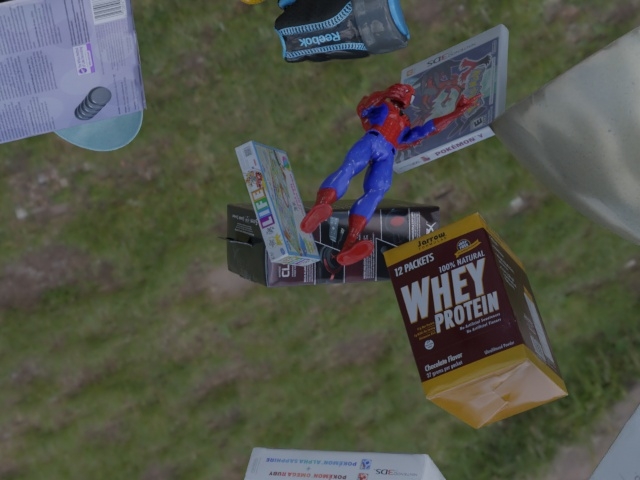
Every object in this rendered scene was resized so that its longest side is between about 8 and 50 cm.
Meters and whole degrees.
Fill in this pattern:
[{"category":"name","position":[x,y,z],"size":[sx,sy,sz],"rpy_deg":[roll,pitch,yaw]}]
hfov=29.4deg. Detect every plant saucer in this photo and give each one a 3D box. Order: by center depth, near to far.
[{"category":"plant saucer","position":[-0.346,-0.224,1.812],"size":[0.195,0.195,0.037],"rpy_deg":[-55,-176,43]}]

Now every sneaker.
[{"category":"sneaker","position":[0.014,-0.286,1.399],"size":[0.140,0.341,0.125],"rpy_deg":[-15,109,5]}]

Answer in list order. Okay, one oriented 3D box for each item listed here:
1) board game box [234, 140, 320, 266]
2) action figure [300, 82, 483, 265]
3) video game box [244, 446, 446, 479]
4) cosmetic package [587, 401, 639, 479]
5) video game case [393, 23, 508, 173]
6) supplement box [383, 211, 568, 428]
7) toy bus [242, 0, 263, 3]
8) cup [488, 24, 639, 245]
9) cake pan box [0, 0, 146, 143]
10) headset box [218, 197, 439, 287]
[{"category":"board game box","position":[-0.053,-0.045,1.548],"size":[0.026,0.154,0.103],"rpy_deg":[-22,167,20]},{"category":"action figure","position":[0.082,-0.107,1.321],"size":[0.091,0.280,0.139],"rpy_deg":[42,128,-16]},{"category":"video game box","position":[0.051,0.272,1.206],"size":[0.187,0.048,0.205],"rpy_deg":[-5,142,27]},{"category":"cosmetic package","position":[0.479,0.309,1.131],"size":[0.394,0.329,0.327],"rpy_deg":[-5,133,-31]},{"category":"video game case","position":[0.188,-0.206,1.770],"size":[0.183,0.201,0.023],"rpy_deg":[-21,135,34]},{"category":"supplement box","position":[0.191,0.103,1.494],"size":[0.129,0.194,0.191],"rpy_deg":[-24,152,16]},{"category":"toy bus","position":[-0.069,-0.381,1.213],"size":[0.108,0.130,0.332],"rpy_deg":[-49,173,-21]},{"category":"cup","position":[0.416,-0.135,1.553],"size":[0.331,0.237,0.331],"rpy_deg":[-31,179,-1]},{"category":"cake pan box","position":[-0.349,-0.234,1.494],"size":[0.246,0.070,0.267],"rpy_deg":[-17,150,-12]},{"category":"headset box","position":[0.000,0.000,1.794],"size":[0.293,0.110,0.218],"rpy_deg":[-3,-174,-18]}]
